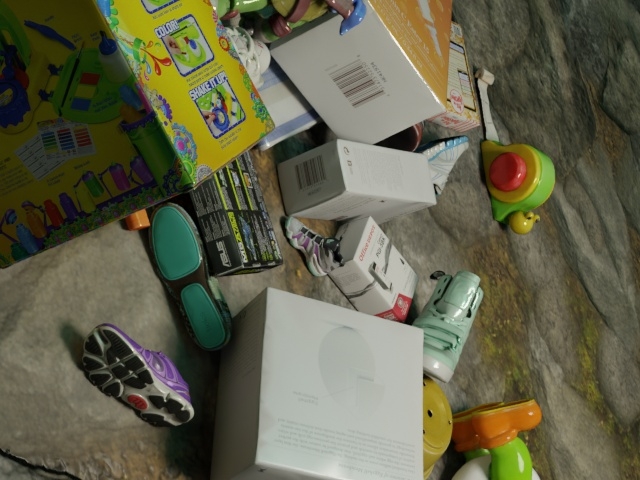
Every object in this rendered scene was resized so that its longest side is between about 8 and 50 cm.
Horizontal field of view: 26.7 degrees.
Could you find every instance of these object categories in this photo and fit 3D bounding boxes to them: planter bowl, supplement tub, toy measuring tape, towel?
[{"bbox_3d":[0.122,0.250,1.884,0.217,0.090,0.217,29,52,-44],"label":"planter bowl"},{"bbox_3d":[0.123,-0.228,2.116,0.106,0.106,0.198,47,41,-29],"label":"supplement tub"},{"bbox_3d":[0.347,-0.169,2.387,0.121,0.121,0.330,20,57,-48],"label":"toy measuring tape"},{"bbox_3d":[-0.091,-0.275,1.910,0.209,0.034,0.285,-36,102,-55],"label":"towel"}]

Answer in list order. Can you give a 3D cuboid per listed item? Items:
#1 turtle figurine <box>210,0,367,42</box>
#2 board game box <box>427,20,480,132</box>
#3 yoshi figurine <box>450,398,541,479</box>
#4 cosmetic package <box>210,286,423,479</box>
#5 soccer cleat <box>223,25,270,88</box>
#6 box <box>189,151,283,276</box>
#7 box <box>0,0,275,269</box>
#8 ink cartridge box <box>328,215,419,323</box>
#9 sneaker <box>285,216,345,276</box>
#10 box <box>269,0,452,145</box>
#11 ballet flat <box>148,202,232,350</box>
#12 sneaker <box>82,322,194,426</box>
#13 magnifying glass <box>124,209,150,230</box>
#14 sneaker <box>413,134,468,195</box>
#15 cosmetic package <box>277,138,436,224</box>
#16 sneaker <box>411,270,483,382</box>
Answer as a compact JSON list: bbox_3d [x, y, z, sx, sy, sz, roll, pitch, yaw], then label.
[{"bbox_3d":[-0.098,-0.356,1.755,0.266,0.198,0.274,-7,60,-44],"label":"turtle figurine"},{"bbox_3d":[0.204,-0.294,2.313,0.147,0.045,0.193,13,63,-51],"label":"board game box"},{"bbox_3d":[0.320,0.413,1.989,0.203,0.203,0.362,-4,79,-61],"label":"yoshi figurine"},{"bbox_3d":[-0.002,0.207,1.636,0.224,0.138,0.224,17,56,-22],"label":"cosmetic package"},{"bbox_3d":[-0.134,-0.223,1.610,0.331,0.143,0.116,103,-30,-87],"label":"soccer cleat"},{"bbox_3d":[-0.115,-0.051,1.703,0.184,0.045,0.190,-7,78,-74],"label":"box"},{"bbox_3d":[-0.255,-0.162,1.399,0.279,0.290,0.177,63,35,-11],"label":"box"},{"bbox_3d":[0.075,0.047,1.952,0.135,0.056,0.099,50,40,-26],"label":"ink cartridge box"},{"bbox_3d":[0.000,0.000,1.862,0.098,0.069,0.038,54,37,-21],"label":"sneaker"},{"bbox_3d":[0.070,-0.334,1.998,0.215,0.168,0.345,49,31,-31],"label":"box"},{"bbox_3d":[-0.157,0.044,1.643,0.070,0.070,0.188,-18,90,-56],"label":"ballet flat"},{"bbox_3d":[-0.207,0.146,1.526,0.170,0.068,0.071,51,22,-38],"label":"sneaker"},{"bbox_3d":[-0.251,-0.124,1.621,0.092,0.026,0.231,-10,82,-55],"label":"magnifying glass"},{"bbox_3d":[0.184,-0.116,2.187,0.191,0.071,0.083,-29,103,-47],"label":"sneaker"},{"bbox_3d":[0.055,-0.080,1.940,0.231,0.117,0.085,6,69,-51],"label":"cosmetic package"},{"bbox_3d":[0.169,0.111,1.910,0.256,0.094,0.151,-22,135,-81],"label":"sneaker"}]
